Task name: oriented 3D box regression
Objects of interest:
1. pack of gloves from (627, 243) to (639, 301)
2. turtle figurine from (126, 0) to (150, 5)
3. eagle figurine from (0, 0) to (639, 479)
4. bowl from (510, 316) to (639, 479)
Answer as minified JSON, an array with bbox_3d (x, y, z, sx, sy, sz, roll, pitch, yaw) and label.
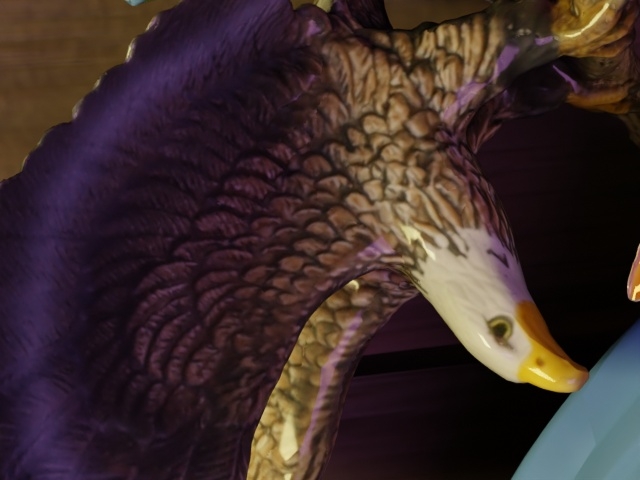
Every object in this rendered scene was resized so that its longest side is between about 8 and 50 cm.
[{"bbox_3d":[0.197,-0.078,0.603,0.046,0.232,0.195,22,106,20],"label":"pack of gloves"},{"bbox_3d":[-0.174,-0.142,0.491,0.275,0.198,0.266,-43,107,-4],"label":"turtle figurine"},{"bbox_3d":[0.004,0.005,0.561,0.298,0.225,0.226,-40,110,-1],"label":"eagle figurine"},{"bbox_3d":[0.221,0.125,0.652,0.391,0.077,0.391,-21,134,-24],"label":"bowl"}]
